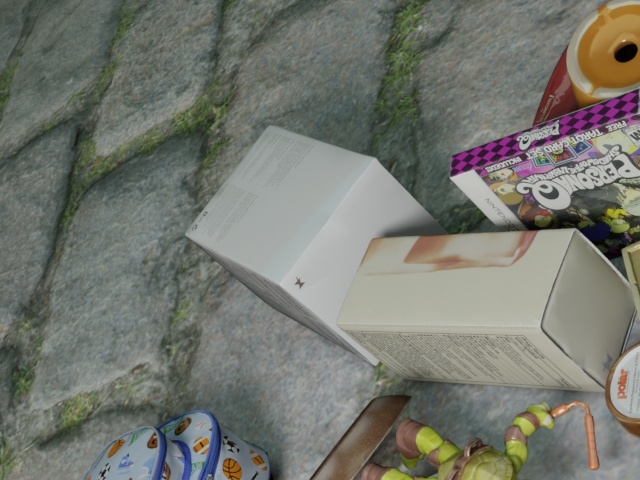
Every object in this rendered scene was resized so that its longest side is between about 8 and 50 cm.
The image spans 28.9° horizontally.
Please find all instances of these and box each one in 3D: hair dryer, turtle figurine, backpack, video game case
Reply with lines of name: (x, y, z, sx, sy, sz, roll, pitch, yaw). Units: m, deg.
hair dryer: (0.380, -0.206, 1.531, 0.294, 0.080, 0.223, -31, 38, 24)
turtle figurine: (0.142, 0.255, 1.248, 0.217, 0.087, 0.269, 5, 56, 45)
backpack: (-0.186, 0.340, 1.512, 0.277, 0.213, 0.263, -22, 31, 37)
video game case: (0.294, -0.055, 1.361, 0.232, 0.210, 0.041, -18, 45, 35)

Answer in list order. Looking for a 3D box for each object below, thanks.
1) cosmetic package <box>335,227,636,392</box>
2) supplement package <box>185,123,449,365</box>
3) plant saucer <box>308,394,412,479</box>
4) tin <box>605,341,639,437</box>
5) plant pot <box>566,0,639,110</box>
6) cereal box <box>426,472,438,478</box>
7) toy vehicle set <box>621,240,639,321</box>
cosmetic package: (0.184, 0.078, 1.402, 0.296, 0.153, 0.129, -1, 56, 45)
supplement package: (0.000, 0.000, 1.635, 0.199, 0.198, 0.263, -53, 34, -9)
plant saucer: (0.030, 0.244, 1.401, 0.198, 0.036, 0.198, -51, -5, -6)
tin: (0.373, 0.140, 1.238, 0.190, 0.040, 0.106, -15, 42, 39)
plant pot: (0.364, -0.169, 1.372, 0.205, 0.188, 0.205, -15, 60, 28)
cereal box: (0.086, 0.353, 1.325, 0.240, 0.047, 0.173, -29, 38, 23)
toy vehicle set: (0.443, 0.013, 1.249, 0.267, 0.035, 0.166, -27, 30, 22)
